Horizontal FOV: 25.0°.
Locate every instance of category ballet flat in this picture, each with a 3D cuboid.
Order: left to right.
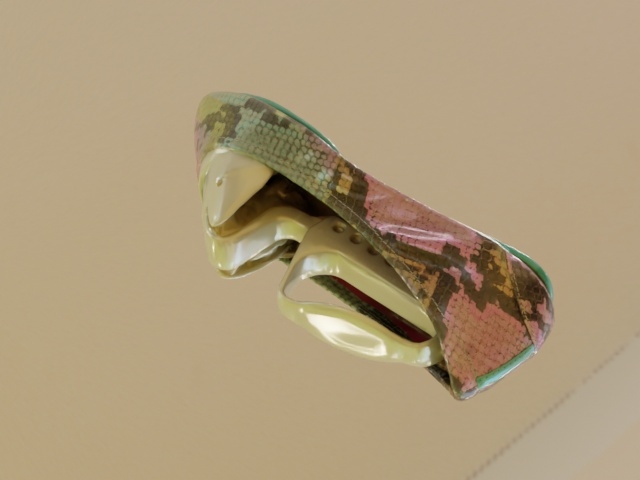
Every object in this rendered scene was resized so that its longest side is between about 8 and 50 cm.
[{"bbox_3d":[0.000,0.000,0.644,0.079,0.221,0.077,-39,-37,-27],"label":"ballet flat"}]
